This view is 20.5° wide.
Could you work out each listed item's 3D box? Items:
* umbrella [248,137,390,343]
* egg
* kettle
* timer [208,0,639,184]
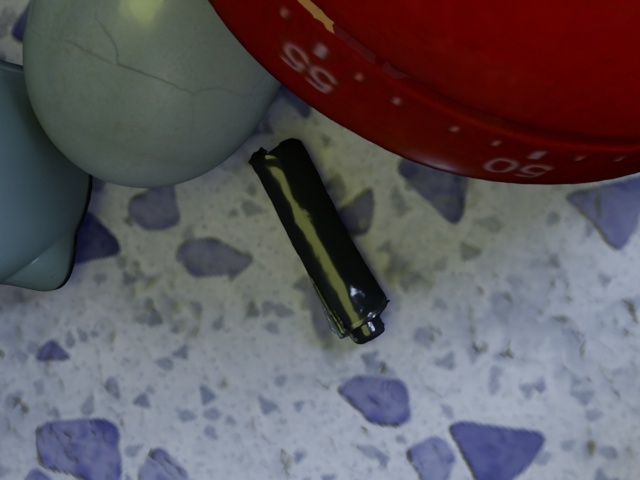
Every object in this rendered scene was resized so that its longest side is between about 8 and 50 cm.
[{"bbox_3d":[0.002,-0.001,1.048,0.036,0.031,0.133,-30,82,20],"label":"umbrella"},{"bbox_3d":[-0.087,-0.127,1.008,0.151,0.151,0.209,32,118,17],"label":"egg"},{"bbox_3d":[-0.259,-0.060,1.035,0.161,0.236,0.221,-32,79,31],"label":"kettle"},{"bbox_3d":[0.105,-0.217,0.824,0.378,0.378,0.279,65,153,8],"label":"timer"}]
